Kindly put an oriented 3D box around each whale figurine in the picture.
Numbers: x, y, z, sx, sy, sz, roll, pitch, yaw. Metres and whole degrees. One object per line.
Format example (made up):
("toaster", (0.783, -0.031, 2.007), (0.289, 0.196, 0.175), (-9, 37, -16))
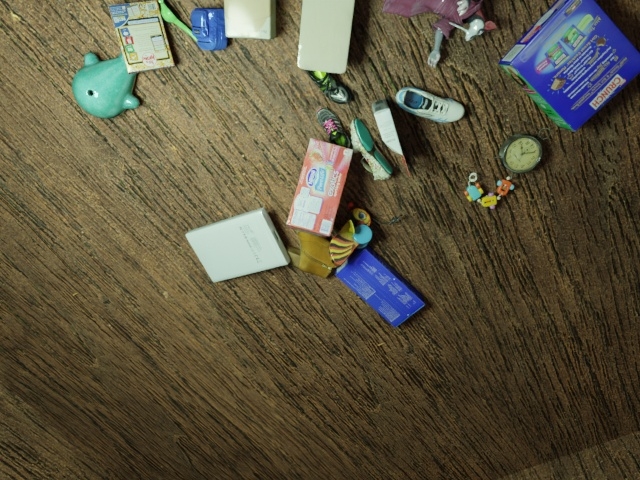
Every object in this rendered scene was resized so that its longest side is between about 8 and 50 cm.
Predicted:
("whale figurine", (-0.686, -0.521, 1.429), (0.272, 0.141, 0.216), (-36, 108, 14))

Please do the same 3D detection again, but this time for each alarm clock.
("alarm clock", (0.696, -0.311, 1.494), (0.192, 0.064, 0.129), (-40, 106, 20))

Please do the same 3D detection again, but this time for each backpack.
("backpack", (-0.349, -0.656, 1.366), (0.097, 0.101, 0.120), (24, 127, 33))

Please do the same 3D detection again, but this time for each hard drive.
("hard drive", (-0.317, 0.025, 1.678), (0.352, 0.047, 0.233), (-15, 114, 23))

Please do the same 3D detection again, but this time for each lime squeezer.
("lime squeezer", (-0.450, -0.751, 1.355), (0.109, 0.059, 0.311), (-8, 114, 7))

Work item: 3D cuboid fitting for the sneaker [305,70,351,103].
("sneaker", (0.019, -0.512, 1.428), (0.188, 0.078, 0.067), (40, 111, -15))

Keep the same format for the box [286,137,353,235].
("box", (-0.006, -0.172, 1.491), (0.153, 0.142, 0.300), (15, 87, -4))

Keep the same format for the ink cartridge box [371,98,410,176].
("ink cartridge box", (0.229, -0.333, 1.441), (0.066, 0.189, 0.233), (-14, 115, 10))

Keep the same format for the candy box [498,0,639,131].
("candy box", (0.769, -0.544, 1.349), (0.317, 0.122, 0.268), (39, 110, -13))

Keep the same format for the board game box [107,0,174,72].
("board game box", (-0.559, -0.636, 1.375), (0.146, 0.045, 0.194), (-16, 107, -18))

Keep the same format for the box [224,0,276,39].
("box", (-0.208, -0.768, 1.296), (0.147, 0.121, 0.312), (2, 115, 2))

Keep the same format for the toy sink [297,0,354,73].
("toy sink", (0.018, -0.641, 1.340), (0.152, 0.131, 0.235), (6, 111, 0))

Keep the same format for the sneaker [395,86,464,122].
("sneaker", (0.362, -0.441, 1.441), (0.237, 0.086, 0.085), (14, 114, -5))

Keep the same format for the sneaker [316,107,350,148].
("sneaker", (0.046, -0.376, 1.493), (0.063, 0.075, 0.170), (-30, 110, 16))

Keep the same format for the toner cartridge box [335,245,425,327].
("toner cartridge box", (0.238, 0.180, 1.745), (0.348, 0.075, 0.165), (42, 111, -15))

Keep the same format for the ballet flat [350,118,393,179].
("ballet flat", (0.160, -0.305, 1.521), (0.077, 0.091, 0.241), (-24, 110, 38))

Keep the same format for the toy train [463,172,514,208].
("toy train", (0.597, -0.185, 1.573), (0.166, 0.046, 0.125), (13, 109, -3))

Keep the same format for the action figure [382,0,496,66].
("action figure", (0.358, -0.716, 1.294), (0.369, 0.248, 0.276), (18, 73, -19))

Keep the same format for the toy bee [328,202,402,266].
("toy bee", (0.126, -0.047, 1.618), (0.162, 0.298, 0.195), (50, 148, 10))

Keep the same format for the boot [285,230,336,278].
("boot", (0.000, 0.001, 1.671), (0.211, 0.104, 0.295), (21, 119, -13))
